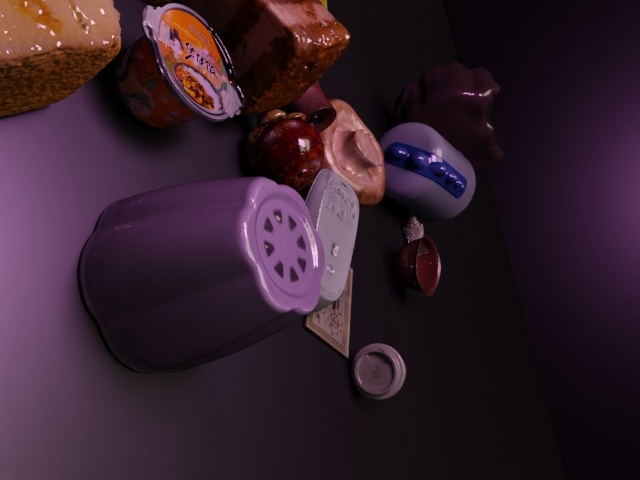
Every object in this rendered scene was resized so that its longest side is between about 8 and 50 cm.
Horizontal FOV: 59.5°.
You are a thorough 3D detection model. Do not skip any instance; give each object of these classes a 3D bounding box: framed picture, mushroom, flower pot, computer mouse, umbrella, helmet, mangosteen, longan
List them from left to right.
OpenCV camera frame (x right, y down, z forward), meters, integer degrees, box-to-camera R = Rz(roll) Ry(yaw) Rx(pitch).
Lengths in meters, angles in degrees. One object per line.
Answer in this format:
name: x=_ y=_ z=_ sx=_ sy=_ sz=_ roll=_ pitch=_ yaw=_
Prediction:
flower pot: x=-0.137 y=0.040 z=0.754 sx=0.265 sy=0.243 sz=0.265 roll=31 pitch=52 yaw=-51
mangosteen: x=-0.081 y=-0.180 z=1.104 sx=0.156 sy=0.181 sz=0.146 roll=-16 pitch=134 yaw=-48
longan: x=-0.037 y=-0.098 z=1.195 sx=0.083 sy=0.075 sz=0.075 roll=-40 pitch=118 yaw=-14
computer mouse: x=-0.005 y=0.001 z=1.135 sx=0.159 sy=0.097 sz=0.289 roll=36 pitch=57 yaw=-47
framed picture: x=0.023 y=0.122 z=1.231 sx=0.173 sy=0.010 sz=0.231 roll=43 pitch=40 yaw=-43
mushroom: x=0.058 y=-0.204 z=1.332 sx=0.278 sy=0.146 sz=0.278 roll=27 pitch=51 yaw=-40
helmet: x=0.265 y=0.079 z=1.587 sx=0.155 sy=0.106 sz=0.175 roll=26 pitch=58 yaw=-50
umbrella: x=0.293 y=-0.009 z=1.733 sx=0.062 sy=0.067 sz=0.144 roll=-5 pitch=85 yaw=-32

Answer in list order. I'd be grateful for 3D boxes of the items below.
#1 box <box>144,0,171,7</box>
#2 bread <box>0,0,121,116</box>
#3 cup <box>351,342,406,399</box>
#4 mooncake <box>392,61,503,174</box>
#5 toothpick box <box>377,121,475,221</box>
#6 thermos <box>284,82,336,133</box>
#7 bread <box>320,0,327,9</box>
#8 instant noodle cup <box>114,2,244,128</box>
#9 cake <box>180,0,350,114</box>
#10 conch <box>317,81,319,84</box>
box: x=-0.320 y=-0.499 z=0.930 sx=0.121 sy=0.030 sz=0.193 roll=-7 pitch=81 yaw=-61
bread: x=-0.346 y=-0.196 z=0.565 sx=0.114 sy=0.184 sz=0.275 roll=60 pitch=31 yaw=-12
cup: x=0.140 y=0.290 z=1.256 sx=0.141 sy=0.120 sz=0.120 roll=24 pitch=54 yaw=-69
mooncake: x=0.417 y=-0.390 z=1.838 sx=0.381 sy=0.350 sz=0.212 roll=82 pitch=5 yaw=-51
toothpick box: x=0.304 y=-0.204 z=1.653 sx=0.354 sy=0.263 sz=0.263 roll=21 pitch=57 yaw=-54
thermos: x=-0.060 y=-0.342 z=1.221 sx=0.232 sy=0.098 sz=0.124 roll=61 pitch=-16 yaw=19
bread: x=-0.038 y=-0.643 z=1.467 sx=0.139 sy=0.071 sz=0.130 roll=33 pitch=45 yaw=-48
instant noodle cup: x=-0.229 y=-0.250 z=0.858 sx=0.208 sy=0.125 sz=0.178 roll=51 pitch=37 yaw=-36
cake: x=-0.117 y=-0.398 z=1.005 sx=0.293 sy=0.198 sz=0.196 roll=53 pitch=42 yaw=3
conch: x=-0.049 y=-0.371 z=1.327 sx=0.089 sy=0.074 sz=0.121 roll=37 pitch=65 yaw=-27
